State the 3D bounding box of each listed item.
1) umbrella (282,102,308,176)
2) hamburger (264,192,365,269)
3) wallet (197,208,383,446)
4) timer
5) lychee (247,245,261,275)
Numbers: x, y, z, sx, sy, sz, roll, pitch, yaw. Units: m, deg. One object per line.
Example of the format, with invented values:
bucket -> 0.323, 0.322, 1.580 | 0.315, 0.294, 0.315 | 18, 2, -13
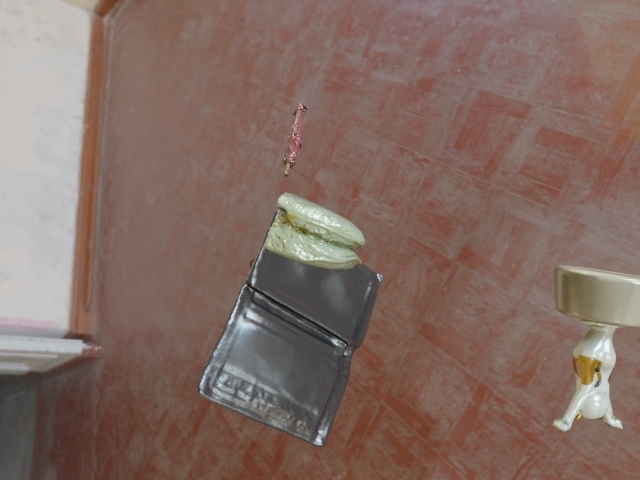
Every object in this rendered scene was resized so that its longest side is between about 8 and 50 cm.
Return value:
umbrella -> -0.041, -0.163, 0.873 | 0.027, 0.025, 0.165 | 119, 163, -53
hamburger -> 0.002, -0.003, 0.500 | 0.084, 0.121, 0.054 | 19, 90, 3
wallet -> -0.031, 0.140, 0.872 | 0.041, 0.247, 0.323 | -16, 46, 54
timer -> 0.463, 0.184, 0.901 | 0.175, 0.175, 0.266 | 11, 94, 47
lychee -> -0.026, 0.114, 1.223 | 0.264, 0.300, 0.264 | -49, 23, 29
